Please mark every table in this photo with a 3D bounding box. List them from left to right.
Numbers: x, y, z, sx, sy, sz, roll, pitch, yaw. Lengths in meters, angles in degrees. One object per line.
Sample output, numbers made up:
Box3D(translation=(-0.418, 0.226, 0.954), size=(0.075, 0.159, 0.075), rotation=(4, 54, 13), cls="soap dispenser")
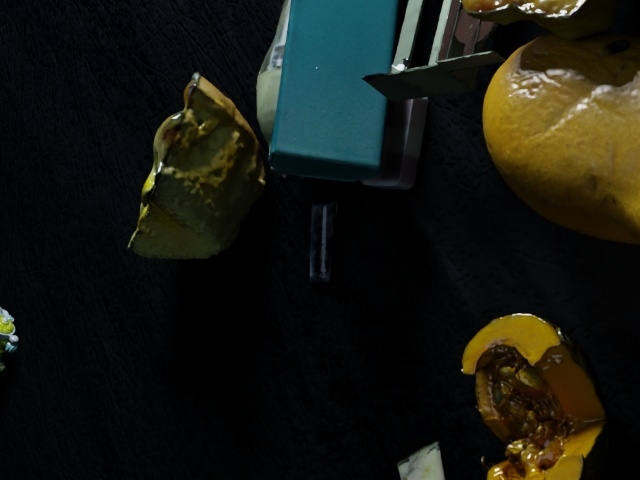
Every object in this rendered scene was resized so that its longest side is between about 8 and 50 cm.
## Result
Box3D(translation=(0.135, -0.221, 1.334), size=(0.175, 0.062, 0.146), rotation=(-3, 65, 44), cls="table")

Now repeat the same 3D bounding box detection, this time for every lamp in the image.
Box3D(translation=(-0.021, -0.184, 1.505), size=(0.101, 0.101, 0.250), rotation=(-3, 77, 48), cls="lamp")

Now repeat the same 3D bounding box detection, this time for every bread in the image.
Box3D(translation=(-0.133, -0.069, 1.583), size=(0.251, 0.133, 0.174), rotation=(120, 173, -62), cls="bread")
Box3D(translation=(0.235, -0.268, 1.201), size=(0.233, 0.088, 0.161), rotation=(-51, 31, -16), cls="bread")

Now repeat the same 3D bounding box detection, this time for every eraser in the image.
Box3D(translation=(0.077, -0.108, 1.437), size=(0.065, 0.026, 0.105), rotation=(7, 88, 46), cls="eraser")

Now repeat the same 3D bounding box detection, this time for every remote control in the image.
Box3D(translation=(0.000, 0.000, 1.514), size=(0.039, 0.014, 0.096), rotation=(0, 84, 48), cls="remote control")

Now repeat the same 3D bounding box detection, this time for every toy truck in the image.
Box3D(translation=(-0.479, 0.153, 1.982), size=(0.077, 0.076, 0.111), rotation=(42, 120, 17), cls="toy truck")

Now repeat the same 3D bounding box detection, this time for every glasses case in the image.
Box3D(translation=(0.020, -0.214, 1.433), size=(0.070, 0.117, 0.301), rotation=(112, 166, -73), cls="glasses case")

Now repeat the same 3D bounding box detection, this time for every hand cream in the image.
Box3D(translation=(0.110, 0.271, 1.332), size=(0.061, 0.039, 0.143), rotation=(-40, 51, 39), cls="hand cream")

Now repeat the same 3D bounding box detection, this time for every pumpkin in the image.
Box3D(translation=(0.197, 0.163, 1.198), size=(0.119, 0.108, 0.183), rotation=(-23, 59, 36), cls="pumpkin")

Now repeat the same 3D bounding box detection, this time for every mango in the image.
Box3D(translation=(0.258, -0.081, 1.166), size=(0.295, 0.120, 0.177), rotation=(39, 105, 42), cls="mango")
